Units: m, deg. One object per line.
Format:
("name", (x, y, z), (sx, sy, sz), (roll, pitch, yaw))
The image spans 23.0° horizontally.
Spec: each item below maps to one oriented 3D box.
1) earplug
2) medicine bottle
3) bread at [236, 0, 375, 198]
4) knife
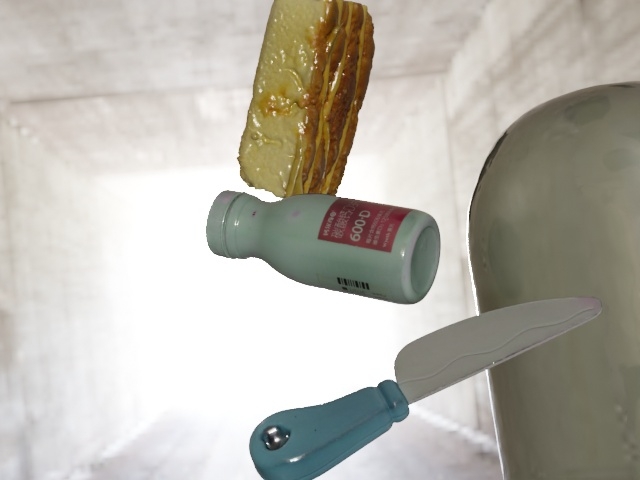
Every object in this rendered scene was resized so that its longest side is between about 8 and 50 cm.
("earplug", (0.299, 0.049, 1.490), (0.313, 0.394, 0.312), (-10, -8, -1))
("medicine bottle", (0.000, 0.000, 1.485), (0.217, 0.090, 0.090), (11, 6, 25))
("bread", (-0.015, -0.192, 2.101), (0.114, 0.274, 0.185), (14, 7, 19))
("knife", (0.065, 0.084, 1.000), (0.244, 0.032, 0.058), (-28, 37, -10))
